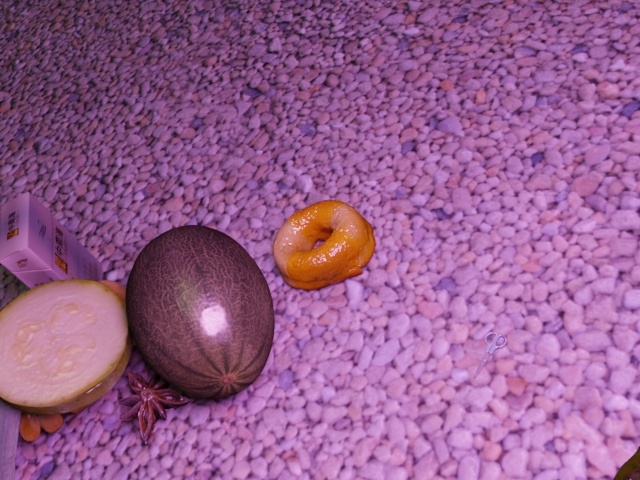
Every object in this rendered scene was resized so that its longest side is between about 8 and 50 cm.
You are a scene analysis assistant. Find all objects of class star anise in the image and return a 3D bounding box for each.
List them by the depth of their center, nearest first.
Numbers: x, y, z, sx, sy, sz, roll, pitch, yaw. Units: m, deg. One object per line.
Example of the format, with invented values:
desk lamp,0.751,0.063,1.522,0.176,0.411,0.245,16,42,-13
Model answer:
star anise,-0.294,0.263,1.361,0.129,0.056,0.124,39,72,26

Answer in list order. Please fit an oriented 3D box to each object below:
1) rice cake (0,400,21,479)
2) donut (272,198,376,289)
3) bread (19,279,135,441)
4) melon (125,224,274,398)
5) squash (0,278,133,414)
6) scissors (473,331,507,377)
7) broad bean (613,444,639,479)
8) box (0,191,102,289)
rice cake,-0.559,0.354,1.337,0.127,0.043,0.237,7,94,27
donut,0.000,0.001,1.434,0.190,0.075,0.174,-13,49,15
bread,-0.442,0.213,1.429,0.311,0.121,0.173,-44,58,-12
melon,-0.195,0.115,1.316,0.237,0.237,0.302,-29,52,0
squash,-0.437,0.175,1.324,0.252,0.049,0.252,-2,51,2
scissors,0.253,0.175,1.218,0.036,0.006,0.083,19,63,38
broad bean,0.441,0.272,1.025,0.297,0.043,0.060,-42,57,-13
box,-0.507,0.043,1.518,0.067,0.243,0.155,-26,47,6
